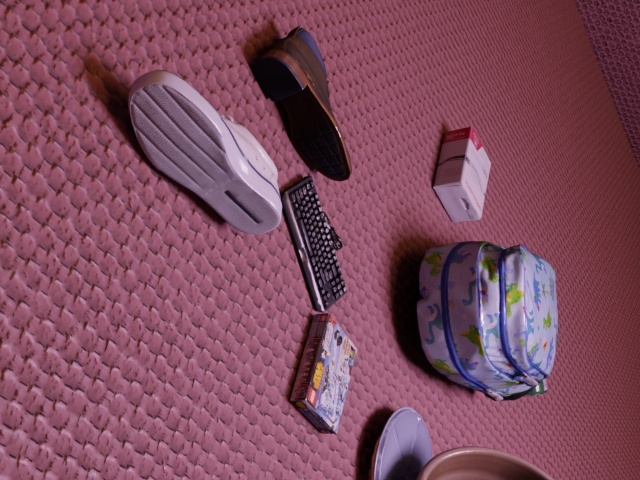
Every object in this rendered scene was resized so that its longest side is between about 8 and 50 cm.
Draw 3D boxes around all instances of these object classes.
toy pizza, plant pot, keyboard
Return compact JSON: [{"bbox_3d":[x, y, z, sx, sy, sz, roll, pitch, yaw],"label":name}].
[{"bbox_3d":[0.120,0.356,1.329,0.201,0.032,0.201,7,82,-59],"label":"toy pizza"},{"bbox_3d":[0.227,0.475,1.273,0.263,0.263,0.229,-43,156,-54],"label":"plant pot"},{"bbox_3d":[0.000,0.000,1.226,0.108,0.023,0.180,-40,118,-55],"label":"keyboard"}]

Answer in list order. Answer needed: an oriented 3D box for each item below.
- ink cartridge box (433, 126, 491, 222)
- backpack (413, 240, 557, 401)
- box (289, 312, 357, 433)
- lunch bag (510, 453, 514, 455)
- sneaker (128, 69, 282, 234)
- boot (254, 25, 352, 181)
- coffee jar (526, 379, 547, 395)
[{"bbox_3d":[0.274,-0.126,1.677,0.109,0.063,0.150,54,41,-39],"label":"ink cartridge box"},{"bbox_3d":[0.293,0.124,1.505,0.355,0.273,0.290,21,71,-43],"label":"backpack"},{"bbox_3d":[0.006,0.181,1.187,0.094,0.027,0.137,55,40,-40],"label":"box"},{"bbox_3d":[0.309,0.492,1.561,0.176,0.090,0.219,29,55,-52],"label":"lunch bag"},{"bbox_3d":[-0.129,-0.108,0.988,0.258,0.094,0.091,53,23,-46],"label":"sneaker"},{"bbox_3d":[-0.002,-0.192,1.211,0.219,0.082,0.106,58,41,-31],"label":"boot"},{"bbox_3d":[0.407,0.225,1.785,0.079,0.096,0.184,4,79,-62],"label":"coffee jar"}]
